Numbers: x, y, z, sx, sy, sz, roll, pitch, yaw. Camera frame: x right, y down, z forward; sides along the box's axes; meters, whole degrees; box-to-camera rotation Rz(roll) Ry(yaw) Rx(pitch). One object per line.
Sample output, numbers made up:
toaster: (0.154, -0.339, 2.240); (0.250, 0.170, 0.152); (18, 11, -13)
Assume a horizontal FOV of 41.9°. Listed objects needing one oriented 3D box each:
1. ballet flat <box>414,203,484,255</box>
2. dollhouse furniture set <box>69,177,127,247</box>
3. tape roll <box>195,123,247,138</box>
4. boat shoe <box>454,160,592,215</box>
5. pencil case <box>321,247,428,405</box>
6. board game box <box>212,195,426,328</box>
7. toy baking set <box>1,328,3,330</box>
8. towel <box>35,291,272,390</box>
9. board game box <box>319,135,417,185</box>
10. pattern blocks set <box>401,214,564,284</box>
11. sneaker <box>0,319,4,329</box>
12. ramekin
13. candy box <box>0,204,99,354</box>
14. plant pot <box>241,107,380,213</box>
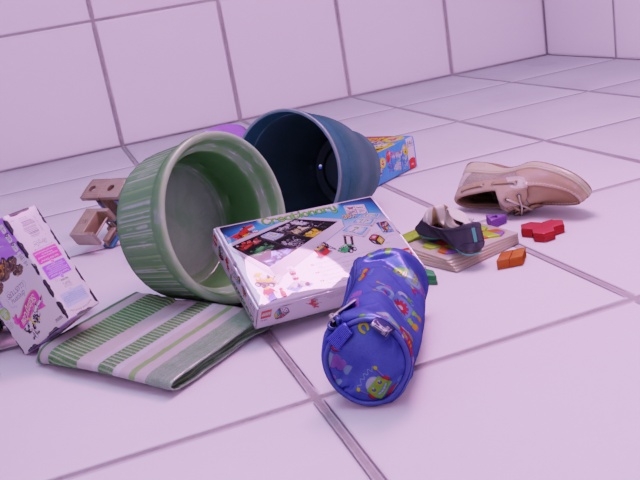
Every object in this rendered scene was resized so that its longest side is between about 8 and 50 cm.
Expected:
ballet flat: (0.231, -0.030, 1.507); (0.074, 0.074, 0.203); (-15, 18, -17)
dollhouse furniture set: (-0.517, -0.041, 2.015); (0.129, 0.129, 0.184); (0, 50, 31)
tape roll: (-0.254, -0.141, 1.910); (0.275, 0.090, 0.275); (-34, -16, -11)
boat shoe: (0.401, -0.095, 1.687); (0.302, 0.109, 0.098); (11, 66, 48)
pencil case: (0.078, 0.105, 1.157); (0.119, 0.133, 0.306); (-39, 7, 20)
board game box: (-0.004, 0.028, 1.389); (0.305, 0.053, 0.193); (-12, 47, -24)
toy baking set: (-0.679, 0.157, 1.576); (0.256, 0.030, 0.196); (-14, 11, -33)
towel: (-0.271, 0.157, 1.342); (0.324, 0.038, 0.248); (4, 22, 35)
board game box: (0.044, -0.197, 2.197); (0.308, 0.086, 0.302); (4, 22, 38)
pattern blocks set: (0.262, 0.007, 1.538); (0.285, 0.026, 0.325); (8, 25, 45)
sneaker: (-0.552, 0.129, 1.484); (0.268, 0.101, 0.153); (11, 45, -20)
ramekin: (-0.215, -0.034, 1.490); (0.148, 0.303, 0.303); (-8, 15, 39)
candy box: (-0.481, 0.068, 1.381); (0.165, 0.196, 0.070); (-34, 0, 38)
plant pot: (-0.003, -0.151, 1.825); (0.271, 0.272, 0.255); (2, 8, 34)
